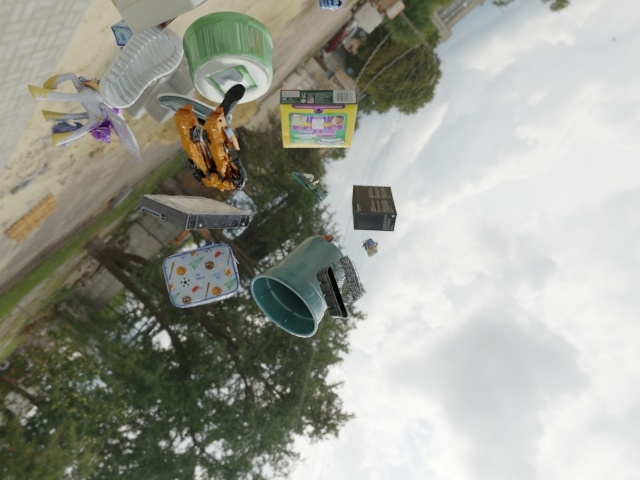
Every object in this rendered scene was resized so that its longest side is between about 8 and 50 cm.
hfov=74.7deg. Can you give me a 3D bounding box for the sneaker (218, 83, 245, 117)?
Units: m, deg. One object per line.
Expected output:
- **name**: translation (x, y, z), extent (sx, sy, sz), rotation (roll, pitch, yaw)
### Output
- **sneaker**: translation (-0.321, -0.455, 1.431), extent (0.170, 0.051, 0.089), rotation (-57, -162, -8)

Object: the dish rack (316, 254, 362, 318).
- **dish rack**: translation (0.095, 0.171, 1.662), extent (0.074, 0.209, 0.271), rotation (-14, -174, 35)

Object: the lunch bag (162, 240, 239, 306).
- **lunch bag**: translation (-0.488, 0.139, 1.750), extent (0.303, 0.243, 0.115), rotation (-14, 170, -13)

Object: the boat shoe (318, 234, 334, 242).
- **boat shoe**: translation (0.000, 0.000, 1.952), extent (0.136, 0.043, 0.049), rotation (-18, -154, 22)

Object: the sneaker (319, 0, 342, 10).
- **sneaker**: translation (0.047, -1.119, 1.972), extent (0.059, 0.053, 0.144), rotation (7, -155, 38)

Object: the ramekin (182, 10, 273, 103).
- **ramekin**: translation (-0.302, -0.595, 1.413), extent (0.303, 0.303, 0.148), rotation (-26, -112, 49)

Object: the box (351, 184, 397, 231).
- **box**: translation (0.239, -0.152, 1.917), extent (0.261, 0.184, 0.103), rotation (-86, -179, -56)

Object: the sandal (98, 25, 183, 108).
- **sandal**: translation (-0.664, -0.642, 1.523), extent (0.102, 0.169, 0.416), rotation (2, -131, 37)

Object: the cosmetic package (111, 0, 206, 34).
- **cosmetic package**: translation (-0.423, -0.687, 1.141), extent (0.296, 0.129, 0.153), rotation (4, -131, 36)

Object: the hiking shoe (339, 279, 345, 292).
- **hiking shoe**: translation (0.100, 0.232, 2.263), extent (0.114, 0.227, 0.086), rotation (-25, -150, -33)

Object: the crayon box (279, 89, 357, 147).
- **crayon box**: translation (-0.013, -0.598, 2.086), extent (0.313, 0.362, 0.106), rotation (94, -5, -65)

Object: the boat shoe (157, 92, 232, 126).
- **boat shoe**: translation (-0.545, -0.547, 1.821), extent (0.116, 0.319, 0.099), rotation (-1, -102, 62)

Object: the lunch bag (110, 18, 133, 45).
- **lunch bag**: translation (-0.745, -0.852, 1.713), extent (0.151, 0.096, 0.129), rotation (4, -133, 8)

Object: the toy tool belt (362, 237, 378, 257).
- **toy tool belt**: translation (0.164, 0.014, 1.393), extent (0.052, 0.051, 0.083), rotation (-34, -158, 18)

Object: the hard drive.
- **hard drive**: translation (-0.450, -0.107, 1.541), extent (0.339, 0.236, 0.064), rotation (-8, 115, -61)

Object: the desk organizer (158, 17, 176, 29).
- **desk organizer**: translation (-0.550, -0.836, 1.536), extent (0.050, 0.047, 0.130), rotation (-8, -135, 51)

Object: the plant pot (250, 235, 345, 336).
- **plant pot**: translation (-0.067, 0.175, 1.819), extent (0.341, 0.341, 0.334), rotation (-24, -161, 52)

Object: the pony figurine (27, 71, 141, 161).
- **pony figurine**: translation (-0.844, -0.484, 1.598), extent (0.363, 0.351, 0.303), rotation (-22, -135, -23)

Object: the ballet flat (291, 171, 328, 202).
- **ballet flat**: translation (-0.038, -0.229, 1.695), extent (0.070, 0.188, 0.070), rotation (-39, 160, -17)

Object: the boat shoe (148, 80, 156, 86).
- **boat shoe**: translation (-0.883, -0.775, 1.958), extent (0.339, 0.127, 0.113), rotation (-5, -114, 35)

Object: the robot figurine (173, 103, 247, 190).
- **robot figurine**: translation (-0.331, -0.271, 1.296), extent (0.291, 0.210, 0.085), rotation (83, 22, -52)
